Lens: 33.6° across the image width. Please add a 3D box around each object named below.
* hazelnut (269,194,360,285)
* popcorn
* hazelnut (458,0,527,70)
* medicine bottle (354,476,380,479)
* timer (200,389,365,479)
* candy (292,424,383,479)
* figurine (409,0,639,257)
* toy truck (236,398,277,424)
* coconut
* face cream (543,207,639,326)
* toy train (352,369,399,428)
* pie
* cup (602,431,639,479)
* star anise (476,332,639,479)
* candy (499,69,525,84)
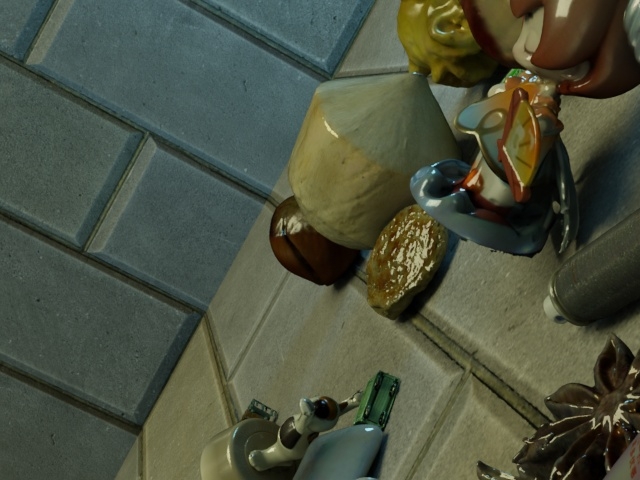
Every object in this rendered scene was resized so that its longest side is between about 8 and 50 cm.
[{"bbox_3d":[0.000,0.000,2.139,0.208,0.208,0.208,-57,13,21],"label":"hazelnut"},{"bbox_3d":[0.244,-0.428,1.875,0.297,0.281,0.315,22,97,61],"label":"popcorn"},{"bbox_3d":[0.325,-0.364,1.525,0.261,0.241,0.261,-21,59,39],"label":"hazelnut"},{"bbox_3d":[0.058,0.355,1.353,0.058,0.058,0.091,-53,15,35],"label":"medicine bottle"},{"bbox_3d":[-0.047,0.317,1.661,0.266,0.175,0.175,-45,20,34],"label":"timer"},{"bbox_3d":[0.009,0.337,1.494,0.138,0.071,0.174,-24,25,41],"label":"candy"},{"bbox_3d":[0.293,-0.173,1.225,0.276,0.248,0.388,-92,23,-62],"label":"figurine"},{"bbox_3d":[-0.157,0.409,2.065,0.177,0.080,0.115,-57,8,14],"label":"toy truck"},{"bbox_3d":[0.096,-0.150,1.813,0.328,0.329,0.329,-57,13,21],"label":"coconut"},{"bbox_3d":[0.314,0.010,1.030,0.283,0.073,0.073,-46,20,51],"label":"face cream"},{"bbox_3d":[0.082,0.240,1.566,0.093,0.038,0.056,-68,8,-26],"label":"toy train"},{"bbox_3d":[0.139,0.037,1.685,0.193,0.079,0.163,-57,21,22],"label":"pie"},{"bbox_3d":[0.299,0.118,0.648,0.203,0.203,0.288,-78,15,-52],"label":"cup"},{"bbox_3d":[0.253,0.165,0.922,0.262,0.081,0.230,-42,20,27],"label":"star anise"},{"bbox_3d":[0.323,-0.261,1.686,0.178,0.032,0.102,-52,12,39],"label":"candy"}]
